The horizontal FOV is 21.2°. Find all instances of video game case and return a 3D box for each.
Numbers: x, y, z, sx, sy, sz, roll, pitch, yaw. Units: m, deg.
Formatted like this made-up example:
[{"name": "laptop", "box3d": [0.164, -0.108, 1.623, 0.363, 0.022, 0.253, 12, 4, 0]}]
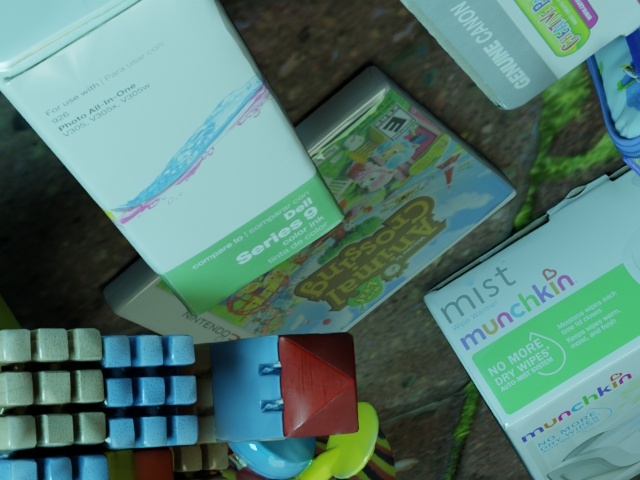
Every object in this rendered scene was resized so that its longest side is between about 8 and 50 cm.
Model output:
[{"name": "video game case", "box3d": [0.000, 0.000, 1.056, 0.212, 0.023, 0.193, -40, 148, 12]}]

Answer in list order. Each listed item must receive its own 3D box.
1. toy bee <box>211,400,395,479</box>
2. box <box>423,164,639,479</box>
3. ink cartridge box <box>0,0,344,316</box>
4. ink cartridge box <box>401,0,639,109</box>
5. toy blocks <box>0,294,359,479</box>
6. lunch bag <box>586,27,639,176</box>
[{"name": "toy bee", "box3d": [-0.050, 0.192, 1.151, 0.298, 0.162, 0.195, -10, 145, -31]}, {"name": "box", "box3d": [0.234, 0.057, 1.244, 0.262, 0.127, 0.231, -31, 150, 1]}, {"name": "ink cartridge box", "box3d": [-0.086, -0.086, 0.736, 0.093, 0.154, 0.212, -33, 148, 2]}, {"name": "ink cartridge box", "box3d": [0.105, -0.231, 0.722, 0.272, 0.130, 0.309, -38, 148, 9]}, {"name": "toy blocks", "box3d": [-0.161, 0.097, 0.781, 0.381, 0.191, 0.261, 3, 171, -42]}, {"name": "lunch bag", "box3d": [0.218, -0.122, 0.894, 0.090, 0.219, 0.176, 37, 118, -21]}]
